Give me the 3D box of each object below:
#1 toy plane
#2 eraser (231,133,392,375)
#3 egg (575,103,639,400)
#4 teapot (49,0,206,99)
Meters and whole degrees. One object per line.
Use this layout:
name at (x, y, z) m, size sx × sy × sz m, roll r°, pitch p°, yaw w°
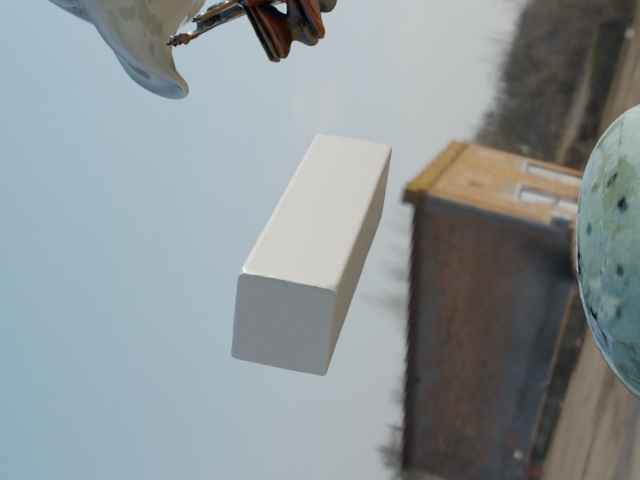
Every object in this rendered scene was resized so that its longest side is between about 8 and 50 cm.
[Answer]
toy plane at (-0.014, -0.150, 0.672) m, size 0.062 × 0.135 × 0.188 m, roll 61°, pitch -159°, yaw -16°
eraser at (0.000, 0.000, 1.008) m, size 0.298 × 0.076 × 0.078 m, roll -65°, pitch -15°, yaw -62°
egg at (0.172, 0.008, 0.526) m, size 0.131 × 0.131 × 0.164 m, roll 93°, pitch 154°, yaw -51°
teapot at (-0.178, -0.212, 0.788) m, size 0.139 × 0.298 × 0.204 m, roll -56°, pitch -19°, yaw -7°
